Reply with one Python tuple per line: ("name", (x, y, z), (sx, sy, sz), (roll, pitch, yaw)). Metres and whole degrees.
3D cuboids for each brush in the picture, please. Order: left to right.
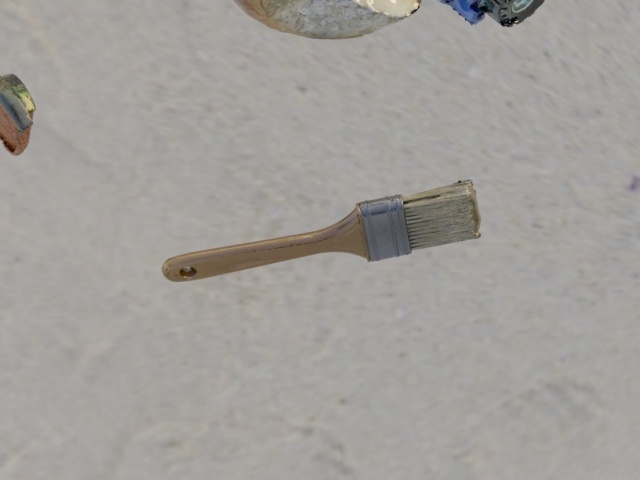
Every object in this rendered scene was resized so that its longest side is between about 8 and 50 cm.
("brush", (0.000, 0.000, 0.982), (0.169, 0.043, 0.014), (-11, 48, 2))

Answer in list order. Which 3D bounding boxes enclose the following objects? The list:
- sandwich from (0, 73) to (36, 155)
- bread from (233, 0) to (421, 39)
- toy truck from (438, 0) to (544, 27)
("sandwich", (-0.267, -0.110, 1.609), (0.026, 0.101, 0.069), (-27, 84, -21))
("bread", (-0.008, -0.156, 0.874), (0.126, 0.044, 0.129), (12, 62, -24))
("toy truck", (0.148, -0.285, 1.572), (0.113, 0.126, 0.208), (45, 132, 25))
